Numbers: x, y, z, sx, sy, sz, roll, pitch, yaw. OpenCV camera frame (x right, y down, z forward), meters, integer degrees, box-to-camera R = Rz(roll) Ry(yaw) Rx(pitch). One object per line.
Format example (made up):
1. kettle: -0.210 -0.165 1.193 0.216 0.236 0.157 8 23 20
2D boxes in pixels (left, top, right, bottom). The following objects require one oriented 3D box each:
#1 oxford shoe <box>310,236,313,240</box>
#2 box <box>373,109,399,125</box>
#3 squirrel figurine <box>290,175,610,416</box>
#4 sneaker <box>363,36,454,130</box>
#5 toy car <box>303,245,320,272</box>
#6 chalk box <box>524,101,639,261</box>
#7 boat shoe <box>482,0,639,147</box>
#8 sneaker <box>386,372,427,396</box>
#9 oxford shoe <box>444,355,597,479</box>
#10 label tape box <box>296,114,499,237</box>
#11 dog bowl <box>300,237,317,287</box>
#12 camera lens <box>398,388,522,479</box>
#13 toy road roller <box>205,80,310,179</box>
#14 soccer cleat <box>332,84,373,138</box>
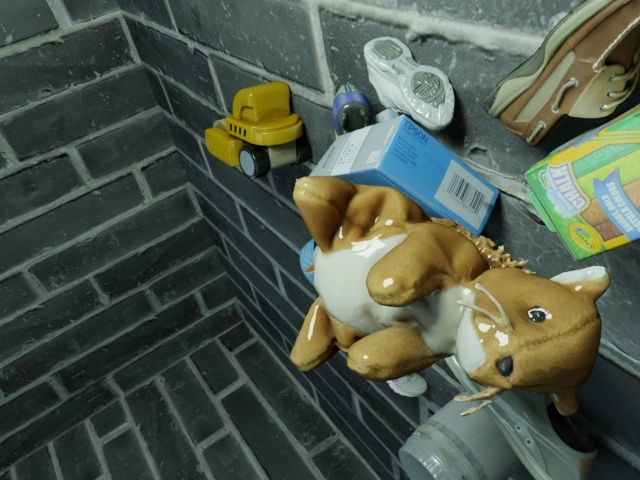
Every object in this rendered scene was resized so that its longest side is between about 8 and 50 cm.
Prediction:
1. oxford shoe: 0.000 0.000 1.650 0.083 0.096 0.227 58 161 -3
2. box: 0.138 -0.203 1.145 0.145 0.038 0.186 62 160 -7
3. squirrel figurine: 0.200 0.073 0.712 0.370 0.397 0.281 13 101 39
4. sneaker: 0.165 -0.273 0.947 0.232 0.090 0.115 58 168 29
5. toy car: 0.067 0.037 1.347 0.219 0.238 0.210 64 159 -13
6. chalk box: 0.352 -0.071 0.625 0.132 0.132 0.213 57 140 2
7. boat shoe: 0.327 -0.212 0.620 0.120 0.122 0.324 52 167 3
8. sneaker: 0.243 0.386 1.602 0.252 0.103 0.111 40 125 1
9. oxford shoe: 0.419 0.328 1.123 0.130 0.169 0.449 -54 51 23
10. label tape box: 0.135 -0.111 1.021 0.249 0.115 0.347 31 171 -23
11. dog bowl: 0.050 0.107 1.510 0.074 0.166 0.297 -23 116 37
12. camera lens: 0.363 0.523 1.279 0.219 0.274 0.219 48 156 29
13. toy road roller: -0.186 -0.343 1.482 0.329 0.202 0.241 31 133 43
14. soccer cleat: 0.078 -0.210 1.135 0.289 0.093 0.121 81 -178 -50
